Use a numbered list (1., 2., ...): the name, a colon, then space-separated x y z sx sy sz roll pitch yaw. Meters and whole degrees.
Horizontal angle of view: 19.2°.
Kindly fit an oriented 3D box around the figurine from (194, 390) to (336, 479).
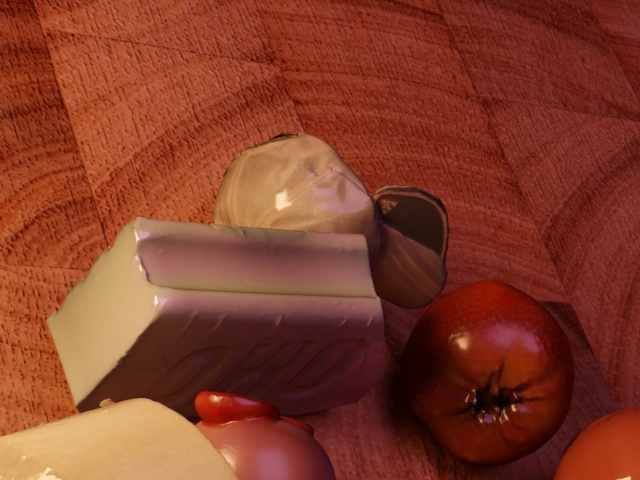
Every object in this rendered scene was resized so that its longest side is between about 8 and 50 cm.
1. figurine: -0.068 0.241 1.778 0.173 0.173 0.173 23 43 -23

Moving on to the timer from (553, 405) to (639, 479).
1. timer: 0.364 0.296 2.039 0.229 0.229 0.215 9 59 -35

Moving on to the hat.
1. hat: 0.007 0.002 2.065 0.275 0.232 0.161 35 73 -32

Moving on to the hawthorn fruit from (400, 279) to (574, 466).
1. hawthorn fruit: 0.185 0.129 2.085 0.196 0.196 0.225 32 24 -13

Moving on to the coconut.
1. coconut: -0.184 0.278 1.545 0.323 0.323 0.323 23 43 -23

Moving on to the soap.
1. soap: -0.078 0.084 1.873 0.347 0.208 0.115 4 54 -39
